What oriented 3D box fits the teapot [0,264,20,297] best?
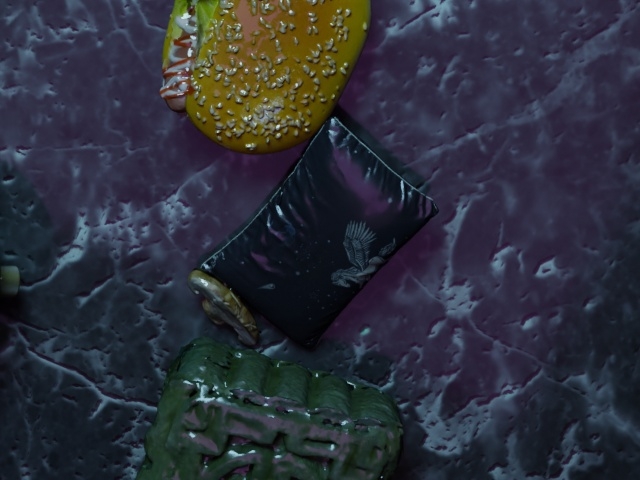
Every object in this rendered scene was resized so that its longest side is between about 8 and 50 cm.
[{"bbox_3d":[-0.368,0.024,1.128,0.175,0.185,0.268,3,72,-31],"label":"teapot"}]

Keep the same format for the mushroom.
[{"bbox_3d":[-0.092,0.066,1.180,0.049,0.019,0.101,-11,127,47],"label":"mushroom"}]

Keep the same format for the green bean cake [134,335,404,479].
[{"bbox_3d":[-0.061,0.244,1.179,0.241,0.132,0.255,18,102,-6],"label":"green bean cake"}]

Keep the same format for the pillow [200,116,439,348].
[{"bbox_3d":[0.000,0.000,1.149,0.141,0.055,0.208,38,115,-11],"label":"pillow"}]

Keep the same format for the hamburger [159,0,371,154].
[{"bbox_3d":[-0.051,-0.182,1.093,0.173,0.116,0.210,24,102,-6],"label":"hamburger"}]
